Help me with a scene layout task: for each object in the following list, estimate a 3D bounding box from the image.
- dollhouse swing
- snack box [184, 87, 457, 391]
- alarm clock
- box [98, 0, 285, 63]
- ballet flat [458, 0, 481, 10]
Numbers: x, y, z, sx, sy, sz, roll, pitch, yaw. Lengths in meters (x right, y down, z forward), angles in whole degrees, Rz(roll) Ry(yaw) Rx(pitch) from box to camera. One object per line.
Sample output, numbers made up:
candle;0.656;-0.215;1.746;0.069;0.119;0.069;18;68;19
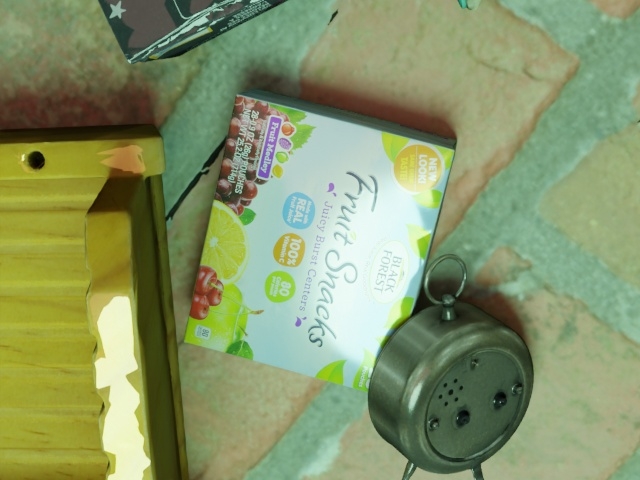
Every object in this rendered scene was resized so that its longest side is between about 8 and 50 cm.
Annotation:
dollhouse swing;-0.232;0.105;0.833;0.315;0.305;0.347;-1;103;10
snack box;0.000;0.000;0.889;0.174;0.070;0.207;16;105;5
alarm clock;0.102;0.099;0.860;0.129;0.064;0.192;-19;115;-24
box;-0.105;-0.276;0.812;0.163;0.142;0.247;-24;98;13
ballet flat;0.101;-0.256;0.826;0.052;0.057;0.168;-21;98;4
